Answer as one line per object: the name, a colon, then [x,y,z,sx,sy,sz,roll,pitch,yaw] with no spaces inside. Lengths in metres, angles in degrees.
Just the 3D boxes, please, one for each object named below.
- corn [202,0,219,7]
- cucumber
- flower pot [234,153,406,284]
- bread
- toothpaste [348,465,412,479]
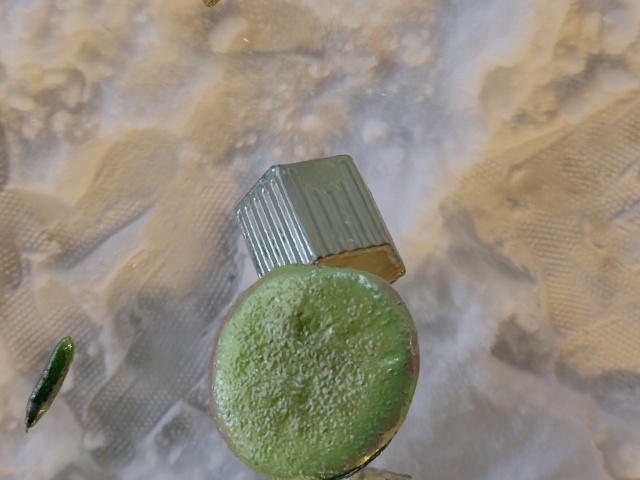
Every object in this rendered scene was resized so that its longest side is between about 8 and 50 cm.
corn: [-0.144,-0.372,1.264,0.028,0.027,0.083,50,57,-33]
cucumber: [-0.401,0.214,1.278,0.037,0.037,0.155,25,83,-5]
flower pot: [0.000,0.000,1.384,0.239,0.209,0.189,-12,60,-22]
bread: [-0.021,0.162,1.091,0.302,0.045,0.301,-10,64,23]
toothpaste: [0.109,0.458,1.660,0.060,0.233,0.038,-37,57,12]
